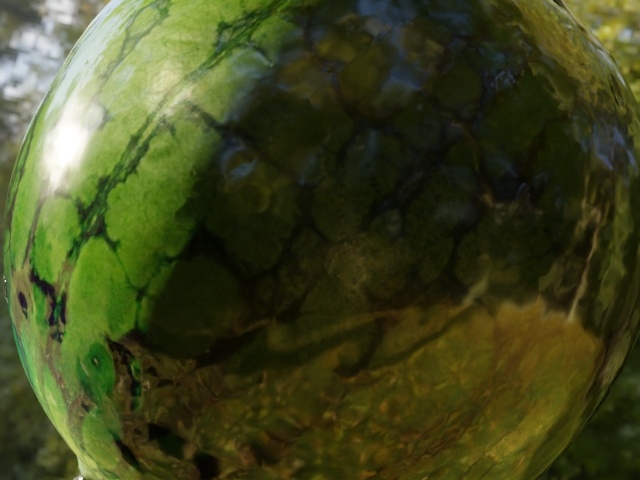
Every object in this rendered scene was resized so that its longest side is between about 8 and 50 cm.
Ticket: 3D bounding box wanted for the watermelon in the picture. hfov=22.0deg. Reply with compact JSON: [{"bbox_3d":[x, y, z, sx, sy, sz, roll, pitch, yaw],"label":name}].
[{"bbox_3d":[0.000,0.000,0.879,0.363,0.363,0.363,11,-5,1],"label":"watermelon"}]
